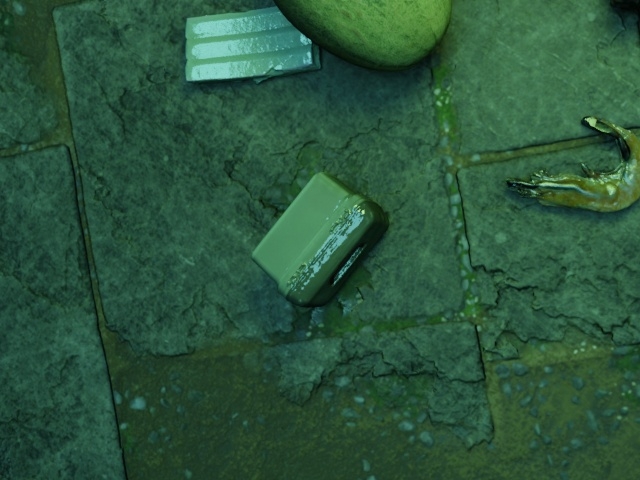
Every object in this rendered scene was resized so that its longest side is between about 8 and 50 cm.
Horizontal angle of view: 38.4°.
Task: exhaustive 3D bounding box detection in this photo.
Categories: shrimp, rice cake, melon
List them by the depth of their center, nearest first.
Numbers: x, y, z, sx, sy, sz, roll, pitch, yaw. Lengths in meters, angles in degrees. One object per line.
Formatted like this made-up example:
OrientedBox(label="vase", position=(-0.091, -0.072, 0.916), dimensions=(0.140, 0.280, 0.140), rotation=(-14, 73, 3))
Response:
OrientedBox(label="melon", position=(0.056, -0.404, 1.414), dimensions=(0.248, 0.248, 0.329), rotation=(-44, 91, 11))
OrientedBox(label="shrimp", position=(0.402, -0.121, 1.445), dimensions=(0.219, 0.046, 0.152), rotation=(2, 94, 9))
OrientedBox(label="rice cake", position=(-0.119, -0.332, 1.562), dimensions=(0.237, 0.043, 0.127), rotation=(-3, 91, 13))

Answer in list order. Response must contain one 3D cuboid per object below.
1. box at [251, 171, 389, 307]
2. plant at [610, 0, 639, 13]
OrientedBox(label="box", position=(0.000, 0.000, 1.499), dimensions=(0.129, 0.148, 0.210), rotation=(42, 99, 17))
OrientedBox(label="plant", position=(0.518, -0.350, 1.356), dimensions=(0.149, 0.146, 0.274), rotation=(-29, 86, 57))
